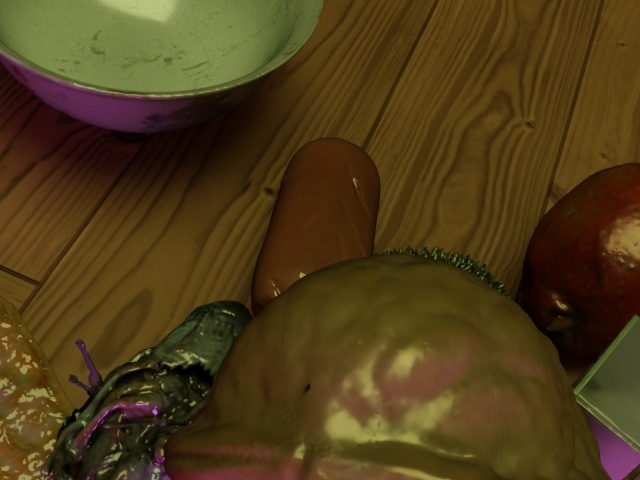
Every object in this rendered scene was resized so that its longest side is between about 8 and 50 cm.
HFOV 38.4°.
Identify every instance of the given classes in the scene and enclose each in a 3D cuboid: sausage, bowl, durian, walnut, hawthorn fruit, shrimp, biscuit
[{"bbox_3d":[0.000,0.000,1.002,0.121,0.121,0.304,16,36,-3],"label":"sausage"},{"bbox_3d":[-0.223,-0.264,1.128,0.435,0.196,0.434,7,53,-9],"label":"bowl"},{"bbox_3d":[0.130,0.051,1.049,0.221,0.095,0.137,10,52,-14],"label":"durian"},{"bbox_3d":[0.059,0.194,0.715,0.381,0.381,0.381,7,52,-9],"label":"walnut"},{"bbox_3d":[0.323,0.038,1.041,0.262,0.210,0.210,-31,66,-25],"label":"hawthorn fruit"},{"bbox_3d":[-0.179,0.178,0.832,0.172,0.137,0.372,39,43,-4],"label":"shrimp"},{"bbox_3d":[-0.317,0.150,0.896,0.118,0.029,0.247,-24,63,-28],"label":"biscuit"}]

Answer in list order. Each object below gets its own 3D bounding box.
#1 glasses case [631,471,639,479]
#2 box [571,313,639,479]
[{"bbox_3d":[0.388,0.259,0.983,0.204,0.051,0.081,-29,64,-31],"label":"glasses case"},{"bbox_3d":[0.259,0.189,0.891,0.086,0.225,0.129,40,54,16],"label":"box"}]
